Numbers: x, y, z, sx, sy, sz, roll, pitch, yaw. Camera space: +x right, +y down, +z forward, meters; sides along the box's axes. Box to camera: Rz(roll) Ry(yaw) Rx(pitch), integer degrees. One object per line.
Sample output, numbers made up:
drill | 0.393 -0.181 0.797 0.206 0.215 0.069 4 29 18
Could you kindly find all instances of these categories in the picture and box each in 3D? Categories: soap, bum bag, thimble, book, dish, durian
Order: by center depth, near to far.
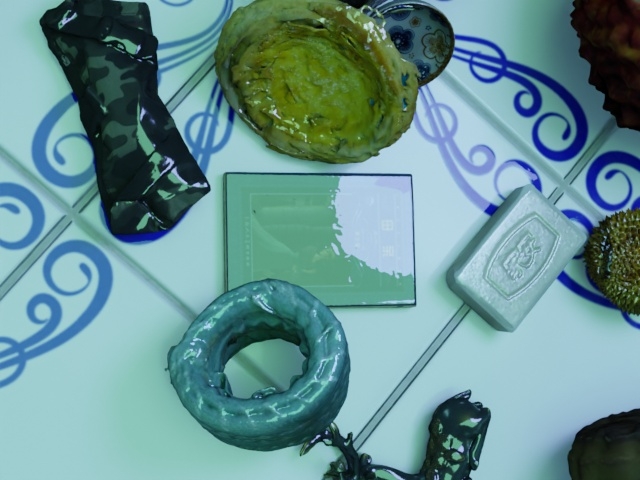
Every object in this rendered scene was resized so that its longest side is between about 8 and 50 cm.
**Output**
thimble | -0.079 0.162 1.337 0.235 0.143 0.198 -5 64 3
bum bag | -0.255 -0.173 1.378 0.144 0.095 0.340 -19 84 -5
book | 0.000 0.000 1.450 0.269 0.025 0.190 0 85 -11
dish | 0.112 -0.290 1.473 0.141 0.078 0.141 -5 131 -6
soap | 0.274 0.025 1.485 0.121 0.064 0.183 41 79 -7
durian | 0.455 0.030 1.488 0.168 0.137 0.158 -9 68 -24

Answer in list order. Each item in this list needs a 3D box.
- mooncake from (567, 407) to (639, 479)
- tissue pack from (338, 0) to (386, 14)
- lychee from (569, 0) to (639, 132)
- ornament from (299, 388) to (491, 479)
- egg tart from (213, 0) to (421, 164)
mooncake | 0.489 0.309 1.380 0.324 0.324 0.187 -13 86 -12
tissue pack | -0.028 -0.478 1.349 0.124 0.288 0.394 -39 94 -8
lychee | 0.574 -0.305 1.403 0.500 0.424 0.424 -9 87 -27
ornament | 0.099 0.276 1.422 0.236 0.080 0.202 18 86 -9
egg tart | 0.004 -0.226 1.376 0.291 0.291 0.107 33 47 -7
